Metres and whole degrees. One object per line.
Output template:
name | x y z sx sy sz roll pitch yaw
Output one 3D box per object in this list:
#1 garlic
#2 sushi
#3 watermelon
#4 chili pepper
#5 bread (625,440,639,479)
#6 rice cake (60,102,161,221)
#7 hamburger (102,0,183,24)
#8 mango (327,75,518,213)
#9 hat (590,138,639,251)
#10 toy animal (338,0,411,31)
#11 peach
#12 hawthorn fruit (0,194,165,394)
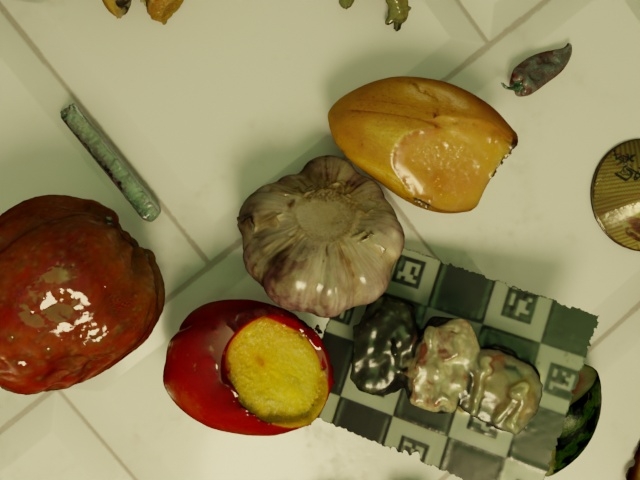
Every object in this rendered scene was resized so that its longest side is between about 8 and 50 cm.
garlic | 0.000 0.000 0.881 0.244 0.160 0.245 2 63 -4
sushi | 0.169 0.177 0.862 0.373 0.100 0.296 20 87 15
watermelon | 0.382 0.296 0.961 0.193 0.137 0.145 -19 92 -50
chili pepper | 0.349 -0.272 0.986 0.153 0.041 0.050 -36 116 -22
bread | 0.568 0.357 0.969 0.160 0.140 0.169 -15 88 -19
rice cake | -0.306 -0.113 0.895 0.033 0.033 0.208 -39 95 -8
hamburger | -0.246 -0.460 0.842 0.143 0.156 0.283 6 91 -8
mango | 0.139 -0.156 0.908 0.257 0.138 0.187 27 91 -6
hat | 0.548 -0.077 0.995 0.193 0.082 0.193 0 90 -7
toy animal | 0.088 -0.437 0.932 0.101 0.103 0.219 -5 86 -32
peach | -0.092 0.175 0.841 0.226 0.190 0.196 12 112 7
hawthorn fruit | -0.337 0.071 0.792 0.258 0.258 0.262 44 57 -6
